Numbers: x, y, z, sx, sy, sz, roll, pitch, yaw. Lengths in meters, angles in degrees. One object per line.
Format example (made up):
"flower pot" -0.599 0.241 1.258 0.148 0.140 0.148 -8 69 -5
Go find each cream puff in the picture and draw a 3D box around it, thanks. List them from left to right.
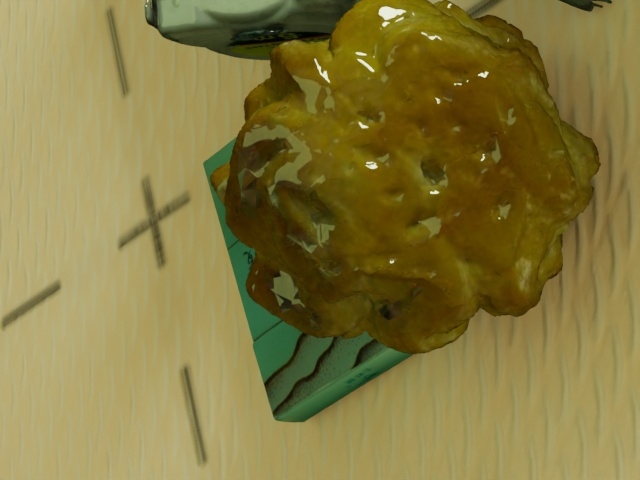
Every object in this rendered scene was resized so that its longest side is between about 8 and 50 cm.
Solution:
"cream puff" 0.057 -0.041 1.140 0.244 0.196 0.244 8 110 24

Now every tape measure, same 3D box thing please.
"tape measure" 0.050 -0.187 1.259 0.330 0.164 0.084 -5 91 18

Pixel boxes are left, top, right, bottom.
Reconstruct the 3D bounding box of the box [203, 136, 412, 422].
"box" 0.000 0.001 1.308 0.162 0.041 0.229 -35 60 35
